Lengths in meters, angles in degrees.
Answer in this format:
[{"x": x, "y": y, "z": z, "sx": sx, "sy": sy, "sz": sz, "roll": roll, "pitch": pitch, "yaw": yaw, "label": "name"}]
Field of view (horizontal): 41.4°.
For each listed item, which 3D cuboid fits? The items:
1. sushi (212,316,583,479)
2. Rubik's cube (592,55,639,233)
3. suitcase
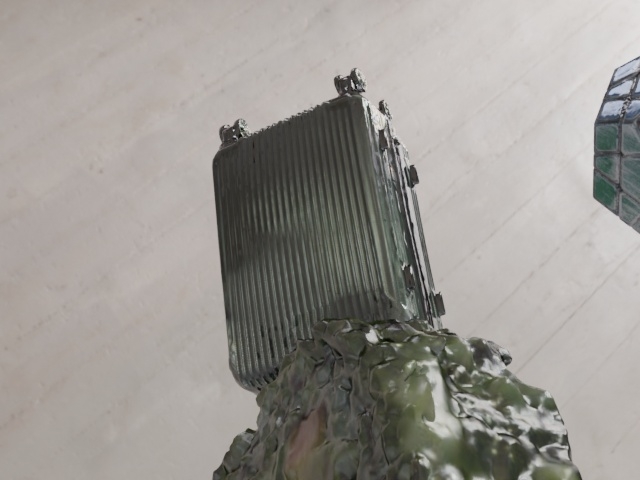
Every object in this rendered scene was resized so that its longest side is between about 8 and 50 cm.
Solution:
[{"x": 0.050, "y": 0.221, "z": 0.598, "sx": 0.178, "sy": 0.294, "sz": 0.352, "roll": 18, "pitch": 31, "yaw": -23, "label": "sushi"}, {"x": 0.530, "y": -0.132, "z": 1.171, "sx": 0.264, "sy": 0.319, "sz": 0.319, "roll": 44, "pitch": 59, "yaw": -23, "label": "Rubik's cube"}, {"x": 0.000, "y": 0.000, "z": 0.842, "sx": 0.202, "sy": 0.128, "sz": 0.312, "roll": -19, "pitch": 62, "yaw": 21, "label": "suitcase"}]
